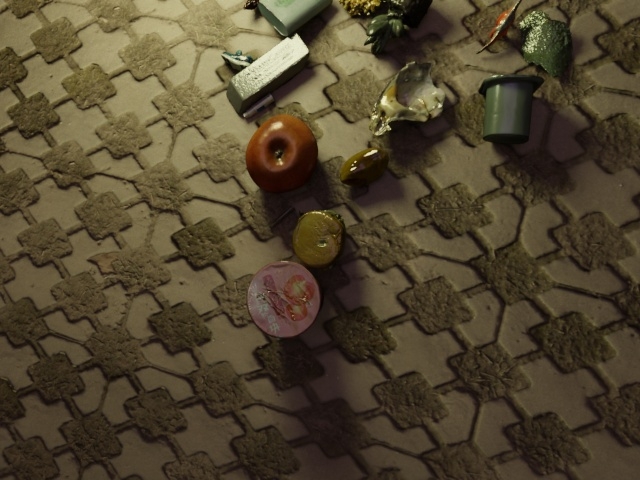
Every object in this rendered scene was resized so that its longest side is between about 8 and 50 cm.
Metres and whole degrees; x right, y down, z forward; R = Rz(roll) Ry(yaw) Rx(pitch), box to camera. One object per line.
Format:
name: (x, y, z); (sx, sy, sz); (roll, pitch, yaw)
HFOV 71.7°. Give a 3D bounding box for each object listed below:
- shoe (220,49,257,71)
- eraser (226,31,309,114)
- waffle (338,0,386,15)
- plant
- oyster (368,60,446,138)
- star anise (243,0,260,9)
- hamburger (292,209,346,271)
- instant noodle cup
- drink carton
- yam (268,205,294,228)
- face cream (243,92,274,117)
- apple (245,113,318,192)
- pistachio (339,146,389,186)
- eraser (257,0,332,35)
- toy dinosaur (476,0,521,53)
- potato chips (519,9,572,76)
shoe: (-0.316, -0.694, 1.695); (0.142, 0.064, 0.071); (23, 78, 15)
eraser: (-0.201, -0.621, 1.658); (0.352, 0.077, 0.111); (-34, 81, 6)
waffle: (0.156, -0.922, 1.629); (0.192, 0.070, 0.198); (7, 89, 11)
plant: (0.266, -0.780, 1.561); (0.275, 0.146, 0.149); (-48, 60, 4)
oyster: (0.302, -0.483, 1.546); (0.270, 0.100, 0.276); (-1, 72, 8)
star anise: (-0.205, -0.925, 1.699); (0.157, 0.053, 0.212); (45, 74, -2)
hamburger: (0.000, 0.000, 1.545); (0.189, 0.122, 0.215); (2, 89, 17)
instant noodle cup: (-0.097, 0.194, 1.486); (0.242, 0.231, 0.243); (-1, 85, 11)
drink carton: (0.608, -0.424, 1.448); (0.185, 0.191, 0.190); (9, 93, 9)
yam: (-0.144, -0.085, 1.627); (0.116, 0.021, 0.021); (-40, 79, 5)
face cream: (-0.235, -0.506, 1.675); (0.130, 0.034, 0.034); (-33, 80, 5)
apple: (-0.136, -0.299, 1.554); (0.271, 0.206, 0.252); (-40, 83, 3)
pistachio: (0.154, -0.259, 1.555); (0.189, 0.100, 0.110); (-33, 55, 20)
eraser: (-0.093, -0.880, 1.638); (0.227, 0.081, 0.174); (-41, 79, -8)
toy dinosaur: (0.637, -0.753, 1.510); (0.055, 0.101, 0.280); (33, 102, 1)
potato chips: (0.758, -0.667, 1.503); (0.228, 0.059, 0.167); (41, 102, 11)
